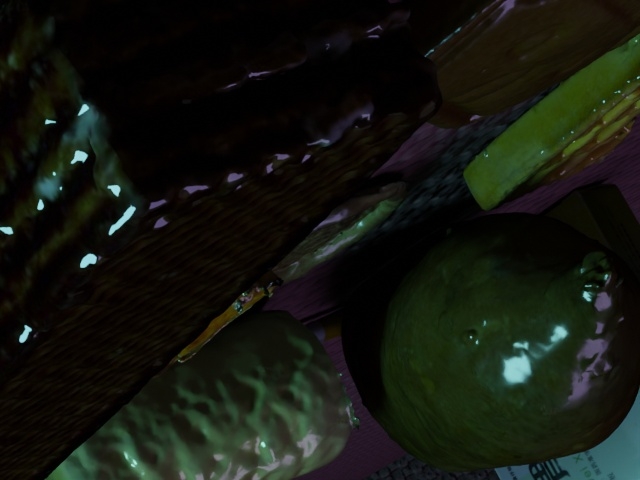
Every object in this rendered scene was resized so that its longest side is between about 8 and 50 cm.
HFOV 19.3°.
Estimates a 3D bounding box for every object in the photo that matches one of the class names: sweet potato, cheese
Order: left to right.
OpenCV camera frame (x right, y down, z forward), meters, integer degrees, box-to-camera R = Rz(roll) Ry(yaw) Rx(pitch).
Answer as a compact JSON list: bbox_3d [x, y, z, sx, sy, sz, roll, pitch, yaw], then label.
[{"bbox_3d":[-0.076,0.107,1.028,0.167,0.093,0.123,-22,177,-21],"label":"cheese"},{"bbox_3d":[0.099,0.060,1.045,0.158,0.157,0.370,-30,-178,-4],"label":"sweet potato"}]

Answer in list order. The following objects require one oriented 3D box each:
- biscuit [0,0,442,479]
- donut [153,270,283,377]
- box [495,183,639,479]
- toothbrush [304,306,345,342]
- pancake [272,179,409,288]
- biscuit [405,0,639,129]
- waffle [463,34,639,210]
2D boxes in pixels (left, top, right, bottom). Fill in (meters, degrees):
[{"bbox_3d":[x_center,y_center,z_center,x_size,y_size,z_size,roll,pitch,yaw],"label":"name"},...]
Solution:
[{"bbox_3d":[-0.106,0.030,0.619,0.107,0.073,0.388,-21,166,-37],"label":"biscuit"},{"bbox_3d":[-0.063,0.028,0.834,0.083,0.038,0.067,-38,166,13],"label":"donut"},{"bbox_3d":[0.196,0.114,1.344,0.175,0.260,0.062,-38,165,34],"label":"box"},{"bbox_3d":[0.011,0.055,1.217,0.024,0.021,0.288,-25,176,43],"label":"toothbrush"},{"bbox_3d":[-0.001,-0.001,0.939,0.115,0.011,0.115,-30,172,-5],"label":"pancake"},{"bbox_3d":[0.120,-0.106,0.701,0.215,0.034,0.182,-33,170,15],"label":"biscuit"},{"bbox_3d":[0.164,-0.079,0.956,0.125,0.032,0.191,-19,167,-39],"label":"waffle"}]
